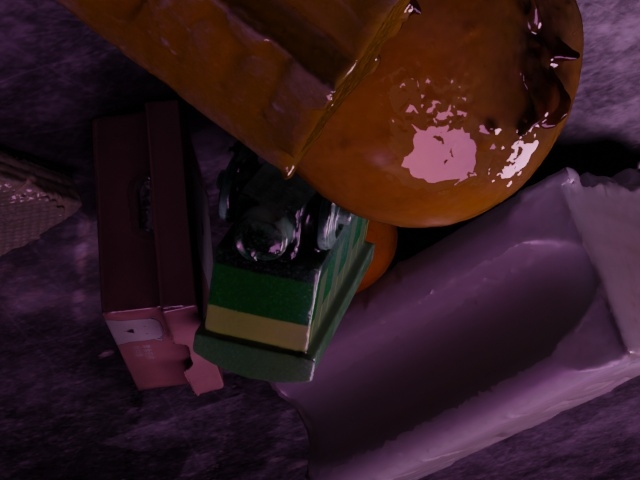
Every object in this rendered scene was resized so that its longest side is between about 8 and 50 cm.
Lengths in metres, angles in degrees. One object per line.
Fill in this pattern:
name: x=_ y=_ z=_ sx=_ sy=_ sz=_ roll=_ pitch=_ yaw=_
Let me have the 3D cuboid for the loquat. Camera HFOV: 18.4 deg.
loquat: x=0.081 y=-0.142 z=1.561 sx=0.275 sy=0.274 sz=0.275 roll=-13 pitch=156 yaw=-6

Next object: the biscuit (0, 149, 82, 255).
biscuit: x=-0.348 y=-0.040 z=1.798 sx=0.150 sy=0.052 sz=0.252 roll=-26 pitch=153 yaw=24

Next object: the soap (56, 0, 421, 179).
soap: x=-0.067 y=-0.213 z=1.321 sx=0.143 sy=0.281 sz=0.259 roll=-51 pitch=177 yaw=-34

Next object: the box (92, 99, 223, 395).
box: x=-0.151 y=0.013 z=1.835 sx=0.086 sy=0.215 sz=0.215 roll=-7 pitch=156 yaw=2

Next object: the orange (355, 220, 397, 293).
orange: x=0.000 y=0.000 z=2.009 sx=0.156 sy=0.124 sz=0.156 roll=-24 pitch=171 yaw=-4

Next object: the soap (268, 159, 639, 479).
soap: x=0.202 y=0.098 z=2.143 sx=0.435 sy=0.212 sz=0.350 roll=-30 pitch=170 yaw=32

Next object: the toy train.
toy train: x=-0.019 y=-0.017 z=1.775 sx=0.120 sy=0.301 sz=0.202 roll=14 pitch=117 yaw=9
